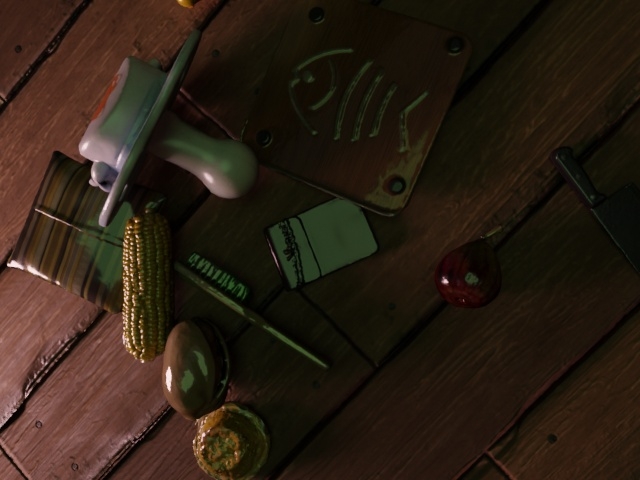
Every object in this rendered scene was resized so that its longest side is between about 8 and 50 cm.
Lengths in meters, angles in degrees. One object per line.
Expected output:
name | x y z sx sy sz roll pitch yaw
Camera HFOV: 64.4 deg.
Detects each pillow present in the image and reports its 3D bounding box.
pillow | -0.378 -0.015 0.817 0.212 0.052 0.208 22 92 6

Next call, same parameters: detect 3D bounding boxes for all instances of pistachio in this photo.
pistachio | -0.185 0.188 0.758 0.112 0.113 0.149 -13 69 10

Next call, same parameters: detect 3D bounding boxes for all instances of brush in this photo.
brush | -0.098 0.106 0.766 0.282 0.054 0.048 33 76 9

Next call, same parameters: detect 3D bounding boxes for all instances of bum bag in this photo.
bum bag | 0.000 0.000 0.763 0.159 0.026 0.109 -25 84 9

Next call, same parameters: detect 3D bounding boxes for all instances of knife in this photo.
knife | 0.413 -0.039 0.695 0.072 0.019 0.245 -36 86 4

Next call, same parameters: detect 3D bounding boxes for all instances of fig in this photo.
fig | 0.213 0.030 0.705 0.088 0.089 0.125 24 67 10

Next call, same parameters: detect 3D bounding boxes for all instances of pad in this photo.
pad | 0.044 -0.211 0.756 0.283 0.018 0.287 23 90 14

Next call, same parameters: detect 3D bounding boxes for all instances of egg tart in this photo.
egg tart | -0.139 0.310 0.770 0.128 0.049 0.129 0 90 10

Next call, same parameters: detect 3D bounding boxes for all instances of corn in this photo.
corn | -0.261 0.071 0.774 0.080 0.080 0.239 5 98 10

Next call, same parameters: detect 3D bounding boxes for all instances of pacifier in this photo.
pacifier | -0.198 -0.134 0.728 0.232 0.244 0.300 26 79 -14

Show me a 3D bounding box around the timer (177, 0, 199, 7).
timer | -0.189 -0.416 0.765 0.107 0.109 0.107 11 133 12
